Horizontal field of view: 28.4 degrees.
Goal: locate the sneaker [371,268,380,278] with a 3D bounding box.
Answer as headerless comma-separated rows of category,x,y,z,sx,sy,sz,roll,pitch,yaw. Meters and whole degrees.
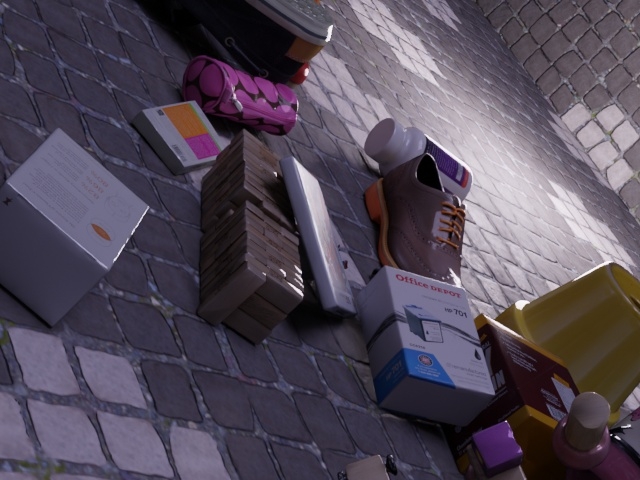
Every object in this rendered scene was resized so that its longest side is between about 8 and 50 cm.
sneaker,0.095,0.072,1.879,0.035,0.031,0.083,20,26,-23

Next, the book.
book,-0.186,-0.140,1.723,0.096,0.035,0.144,52,22,6

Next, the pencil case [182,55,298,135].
pencil case,-0.114,-0.211,1.905,0.098,0.095,0.209,19,7,33

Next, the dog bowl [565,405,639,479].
dog bowl,0.441,0.397,1.549,0.408,0.150,0.407,160,-90,-82

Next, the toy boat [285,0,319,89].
toy boat,-0.062,-0.379,2.213,0.151,0.151,0.231,37,23,-24

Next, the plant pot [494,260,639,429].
plant pot,0.425,0.167,2.030,0.254,0.239,0.254,38,23,-19

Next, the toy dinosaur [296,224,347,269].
toy dinosaur,0.003,0.013,1.795,0.090,0.047,0.082,52,1,43

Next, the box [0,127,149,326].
box,-0.266,-0.017,1.270,0.130,0.091,0.170,43,21,-11

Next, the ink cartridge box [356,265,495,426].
ink cartridge box,0.137,0.140,1.689,0.140,0.082,0.190,16,42,-26

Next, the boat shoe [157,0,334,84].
boat shoe,-0.210,-0.423,2.030,0.500,0.156,0.187,37,23,9

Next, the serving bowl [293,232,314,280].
serving bowl,-0.033,0.024,1.719,0.083,0.027,0.083,39,22,-19

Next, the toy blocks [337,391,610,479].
toy blocks,0.212,0.358,1.395,0.260,0.309,0.288,77,-6,-65

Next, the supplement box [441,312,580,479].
supplement box,0.269,0.239,1.759,0.191,0.129,0.194,30,27,-35

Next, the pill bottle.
pill bottle,0.174,-0.137,2.282,0.193,0.108,0.108,34,24,-30

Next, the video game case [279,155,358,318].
video game case,0.000,0.000,1.664,0.183,0.023,0.201,35,37,-78

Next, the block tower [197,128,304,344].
block tower,-0.089,-0.008,1.586,0.097,0.091,0.335,36,24,-22

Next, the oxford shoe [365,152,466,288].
oxford shoe,0.172,-0.009,2.014,0.130,0.133,0.363,31,26,-36
